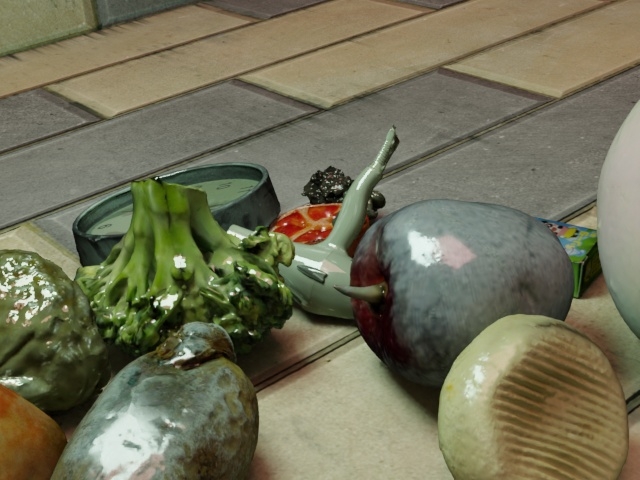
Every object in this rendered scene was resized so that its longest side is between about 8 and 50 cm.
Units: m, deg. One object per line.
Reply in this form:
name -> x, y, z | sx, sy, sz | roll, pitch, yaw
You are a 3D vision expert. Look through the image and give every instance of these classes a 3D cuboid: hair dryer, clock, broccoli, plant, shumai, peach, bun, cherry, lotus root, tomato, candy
hair dryer -> -0.017, -0.032, 1.307 | 0.229, 0.267, 0.092 | 5, -11, 12
clock -> -0.220, -0.040, 1.466 | 0.319, 0.066, 0.319 | -12, 19, 4
broccoli -> -0.177, 0.030, 1.207 | 0.288, 0.245, 0.248 | 0, 14, -8
plant -> 0.042, -0.068, 1.531 | 0.085, 0.087, 0.174 | -51, 39, -13
shumai -> -0.396, 0.133, 1.116 | 0.256, 0.189, 0.218 | 6, 28, 31
peach -> -0.366, 0.227, 0.934 | 0.236, 0.214, 0.214 | 5, 26, -15
bun -> 0.202, 0.180, 0.958 | 0.222, 0.222, 0.127 | -30, 3, -37
cherry -> 0.155, 0.057, 1.116 | 0.296, 0.218, 0.255 | -9, 4, -18
lotus root -> -0.168, 0.228, 0.939 | 0.175, 0.174, 0.349 | 7, 35, 21
tomato -> 0.000, 0.000, 1.411 | 0.156, 0.069, 0.155 | -9, 24, 4
candy -> 0.294, 0.013, 1.344 | 0.195, 0.062, 0.097 | 15, 36, 33

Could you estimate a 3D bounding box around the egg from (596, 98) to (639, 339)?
egg -> 0.472, -0.009, 1.081 | 0.355, 0.354, 0.340 | 19, 55, 38
